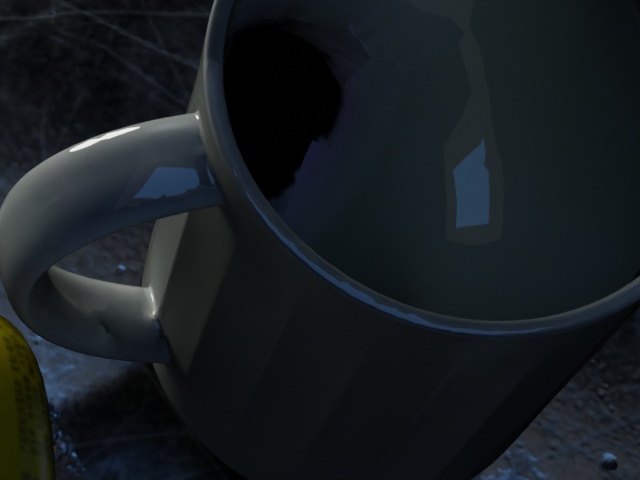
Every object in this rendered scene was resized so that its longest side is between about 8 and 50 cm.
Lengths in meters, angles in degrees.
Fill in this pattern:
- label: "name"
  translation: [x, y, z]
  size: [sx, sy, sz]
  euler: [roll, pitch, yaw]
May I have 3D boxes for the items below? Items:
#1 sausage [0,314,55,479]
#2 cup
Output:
- label: "sausage"
  translation: [-0.189, 0.179, 0.917]
  size: [0.123, 0.123, 0.347]
  euler: [-3, 70, -12]
- label: "cup"
  translation: [0.000, 0.000, 0.913]
  size: [0.323, 0.327, 0.237]
  euler: [-12, 72, -16]
